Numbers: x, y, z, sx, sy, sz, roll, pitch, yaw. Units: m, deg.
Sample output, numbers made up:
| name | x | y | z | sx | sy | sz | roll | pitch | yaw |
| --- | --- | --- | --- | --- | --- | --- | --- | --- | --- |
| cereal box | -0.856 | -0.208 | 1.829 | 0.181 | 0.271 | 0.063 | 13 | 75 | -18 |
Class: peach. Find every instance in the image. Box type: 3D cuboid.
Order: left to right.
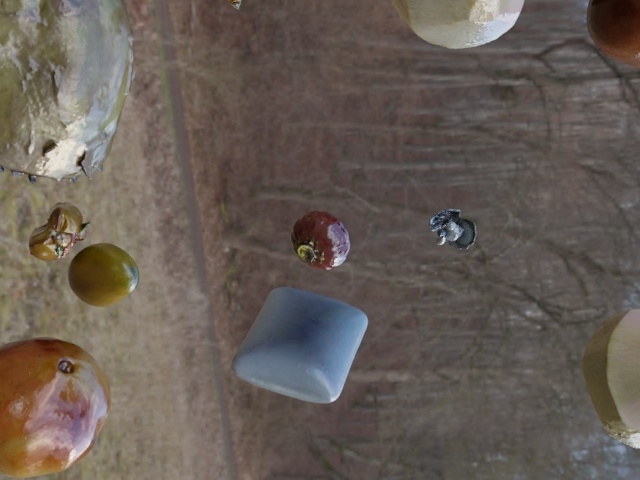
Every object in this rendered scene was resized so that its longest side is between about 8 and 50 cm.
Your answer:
| name | x | y | z | sx | sy | sz | roll | pitch | yaw |
| --- | --- | --- | --- | --- | --- | --- | --- | --- | --- |
| peach | 0.625 | -0.439 | 1.649 | 0.252 | 0.252 | 0.252 | 174 | -90 | -83 |

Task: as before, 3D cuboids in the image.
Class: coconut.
| name | x | y | z | sx | sy | sz | roll | pitch | yaw |
| --- | --- | --- | --- | --- | --- | --- | --- | --- | --- |
| coconut | 0.233 | -0.428 | 1.487 | 0.237 | 0.237 | 0.197 | -104 | -165 | -51 |
| coconut | 0.611 | 0.254 | 1.619 | 0.259 | 0.259 | 0.259 | 174 | -90 | -83 |

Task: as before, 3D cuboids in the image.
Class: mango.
| name | x | y | z | sx | sy | sz | roll | pitch | yaw |
| --- | --- | --- | --- | --- | --- | --- | --- | --- | --- |
| mango | -0.372 | 0.055 | 1.507 | 0.163 | 0.089 | 0.111 | -31 | -87 | 45 |

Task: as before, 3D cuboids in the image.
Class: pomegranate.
| name | x | y | z | sx | sy | sz | roll | pitch | yaw |
| --- | --- | --- | --- | --- | --- | --- | --- | --- | --- |
| pomegranate | -0.415 | 0.240 | 1.274 | 0.209 | 0.209 | 0.209 | 174 | -90 | -83 |

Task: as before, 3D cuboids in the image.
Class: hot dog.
| name | x | y | z | sx | sy | sz | roll | pitch | yaw |
| --- | --- | --- | --- | --- | --- | --- | --- | --- | --- |
| hot dog | -0.439 | -0.012 | 1.473 | 0.104 | 0.076 | 0.250 | -53 | -166 | -8 |

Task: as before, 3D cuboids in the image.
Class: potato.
| name | x | y | z | sx | sy | sz | roll | pitch | yaw |
| --- | --- | --- | --- | --- | --- | --- | --- | --- | --- |
| potato | -0.337 | -0.251 | 1.068 | 0.237 | 0.289 | 0.301 | -42 | -116 | 28 |

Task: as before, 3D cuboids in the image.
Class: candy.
| name | x | y | z | sx | sy | sz | roll | pitch | yaw |
| --- | --- | --- | --- | --- | --- | --- | --- | --- | --- |
| candy | -0.023 | 0.129 | 1.101 | 0.174 | 0.138 | 0.071 | -61 | 165 | -56 |

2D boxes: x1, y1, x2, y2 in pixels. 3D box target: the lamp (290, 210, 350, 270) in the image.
| name | x | y | z | sx | sy | sz | roll | pitch | yaw |
| --- | --- | --- | --- | --- | --- | --- | --- | --- | --- |
| lamp | 0.000 | 0.000 | 1.395 | 0.090 | 0.101 | 0.101 | -42 | 141 | -44 |

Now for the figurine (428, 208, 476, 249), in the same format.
| name | x | y | z | sx | sy | sz | roll | pitch | yaw |
| --- | --- | --- | --- | --- | --- | --- | --- | --- | --- |
| figurine | 0.276 | -0.024 | 1.864 | 0.094 | 0.086 | 0.082 | -43 | -128 | 38 |

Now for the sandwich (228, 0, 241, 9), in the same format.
| name | x | y | z | sx | sy | sz | roll | pitch | yaw |
| --- | --- | --- | --- | --- | --- | --- | --- | --- | --- |
| sandwich | -0.188 | -0.461 | 1.421 | 0.079 | 0.163 | 0.113 | -112 | -136 | -67 |
